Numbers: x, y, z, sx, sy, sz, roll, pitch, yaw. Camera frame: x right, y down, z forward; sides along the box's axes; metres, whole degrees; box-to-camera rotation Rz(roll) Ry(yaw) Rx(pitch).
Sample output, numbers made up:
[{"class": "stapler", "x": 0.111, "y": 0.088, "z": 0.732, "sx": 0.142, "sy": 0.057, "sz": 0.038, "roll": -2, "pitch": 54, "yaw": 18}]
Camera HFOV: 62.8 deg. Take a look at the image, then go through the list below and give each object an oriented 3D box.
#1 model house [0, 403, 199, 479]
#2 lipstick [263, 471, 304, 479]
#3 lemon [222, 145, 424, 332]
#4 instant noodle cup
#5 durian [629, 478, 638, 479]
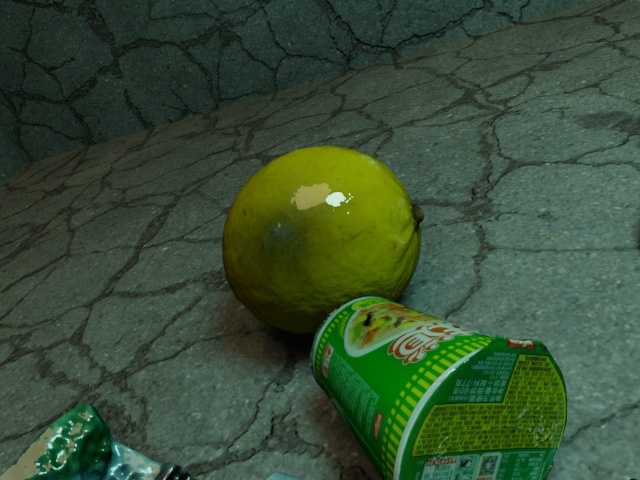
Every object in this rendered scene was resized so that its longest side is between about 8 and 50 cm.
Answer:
[{"class": "model house", "x": -0.193, "y": 0.347, "z": 0.461, "sx": 0.249, "sy": 0.230, "sz": 0.280, "roll": 24, "pitch": 51, "yaw": 19}, {"class": "lipstick", "x": 0.053, "y": 0.297, "z": 0.497, "sx": 0.274, "sy": 0.061, "sz": 0.068, "roll": 5, "pitch": 38, "yaw": 38}, {"class": "lemon", "x": 0.000, "y": 0.000, "z": 0.787, "sx": 0.297, "sy": 0.297, "sz": 0.297, "roll": -16, "pitch": 31, "yaw": 10}, {"class": "instant noodle cup", "x": 0.105, "y": 0.159, "z": 0.572, "sx": 0.207, "sy": 0.207, "sz": 0.233, "roll": -31, "pitch": 24, "yaw": -16}, {"class": "durian", "x": 0.317, "y": 0.293, "z": 0.302, "sx": 0.106, "sy": 0.132, "sz": 0.375, "roll": -45, "pitch": 30, "yaw": 14}]
